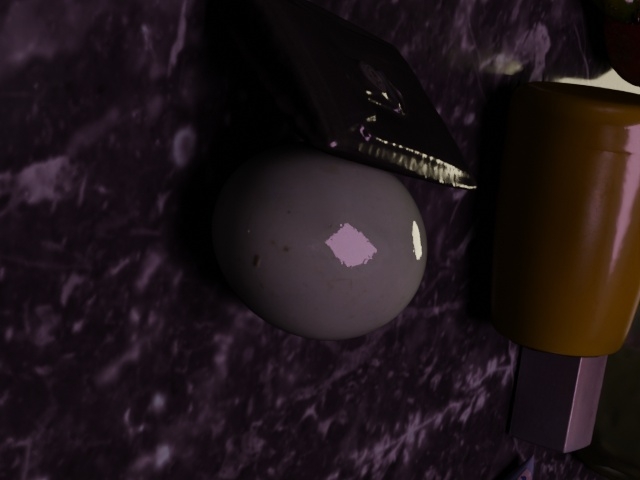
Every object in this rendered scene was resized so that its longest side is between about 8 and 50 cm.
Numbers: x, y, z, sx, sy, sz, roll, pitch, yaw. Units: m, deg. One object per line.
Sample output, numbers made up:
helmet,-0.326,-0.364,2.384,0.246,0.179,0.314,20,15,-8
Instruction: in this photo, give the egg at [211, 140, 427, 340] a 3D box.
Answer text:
egg,0.000,0.000,0.961,0.192,0.149,0.149,31,77,-50

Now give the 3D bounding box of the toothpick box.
toothpick box,0.261,-0.016,1.282,0.175,0.175,0.271,-10,112,-51

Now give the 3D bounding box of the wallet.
wallet,0.033,-0.116,0.973,0.052,0.169,0.245,-43,154,23

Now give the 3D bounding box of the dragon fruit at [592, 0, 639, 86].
dragon fruit,0.411,-0.278,1.424,0.268,0.130,0.295,17,88,-53

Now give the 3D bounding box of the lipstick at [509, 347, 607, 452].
lipstick,0.290,0.048,1.417,0.076,0.079,0.372,-1,102,-53

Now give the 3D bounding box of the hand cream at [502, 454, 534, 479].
hand cream,0.198,0.304,1.413,0.170,0.043,0.065,-28,128,-51

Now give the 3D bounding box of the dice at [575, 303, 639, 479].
dice,0.478,0.204,1.571,0.254,0.249,0.252,37,71,-51
